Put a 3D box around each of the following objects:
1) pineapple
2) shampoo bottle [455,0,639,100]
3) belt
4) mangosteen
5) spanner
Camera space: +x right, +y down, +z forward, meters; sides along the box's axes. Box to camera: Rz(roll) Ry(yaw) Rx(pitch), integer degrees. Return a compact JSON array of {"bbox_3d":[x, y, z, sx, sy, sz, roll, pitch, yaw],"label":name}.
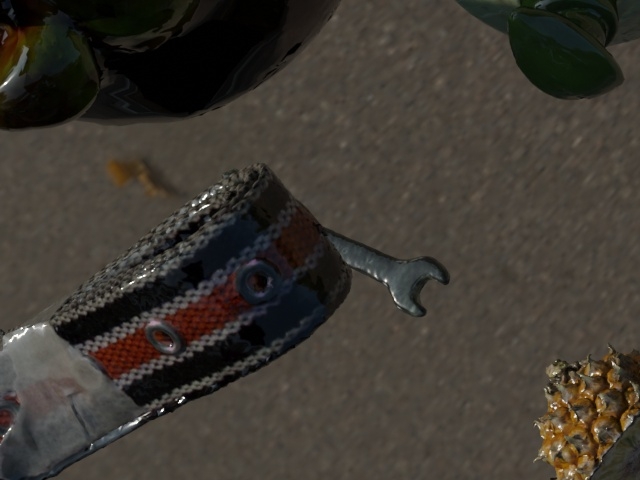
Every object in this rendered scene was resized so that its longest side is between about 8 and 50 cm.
[{"bbox_3d":[0.271,0.166,1.809,0.137,0.176,0.161,44,162,33],"label":"pineapple"},{"bbox_3d":[0.082,-0.146,0.654,0.087,0.234,0.118,-28,136,34],"label":"shampoo bottle"},{"bbox_3d":[-0.133,0.072,1.068,0.359,0.126,0.094,-32,99,35],"label":"belt"},{"bbox_3d":[-0.119,-0.193,0.987,0.311,0.311,0.311,17,126,25],"label":"mangosteen"},{"bbox_3d":[0.000,0.000,1.579,0.254,0.015,0.054,24,98,29],"label":"spanner"}]
